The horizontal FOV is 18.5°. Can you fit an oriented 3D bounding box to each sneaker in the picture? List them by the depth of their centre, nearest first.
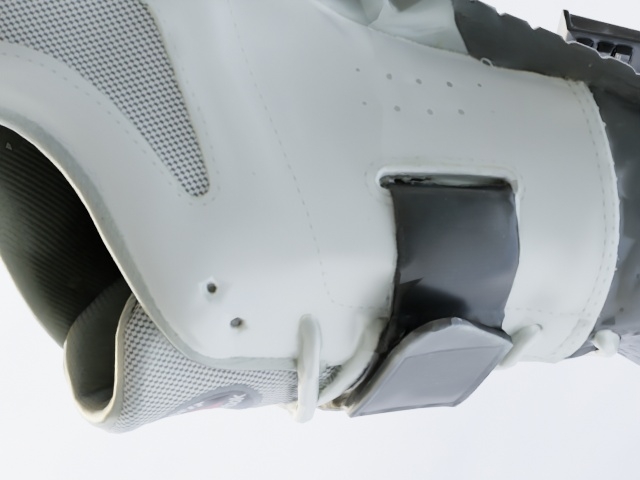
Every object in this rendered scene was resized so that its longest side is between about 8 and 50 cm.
[{"bbox_3d":[0.000,0.000,0.529,0.122,0.331,0.146,-20,-134,65],"label":"sneaker"}]

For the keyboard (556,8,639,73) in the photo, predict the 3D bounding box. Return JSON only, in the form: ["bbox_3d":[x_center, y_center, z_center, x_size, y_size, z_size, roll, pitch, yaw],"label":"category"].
[{"bbox_3d":[0.137,-0.052,1.063,0.108,0.180,0.023,15,-127,6],"label":"keyboard"}]
